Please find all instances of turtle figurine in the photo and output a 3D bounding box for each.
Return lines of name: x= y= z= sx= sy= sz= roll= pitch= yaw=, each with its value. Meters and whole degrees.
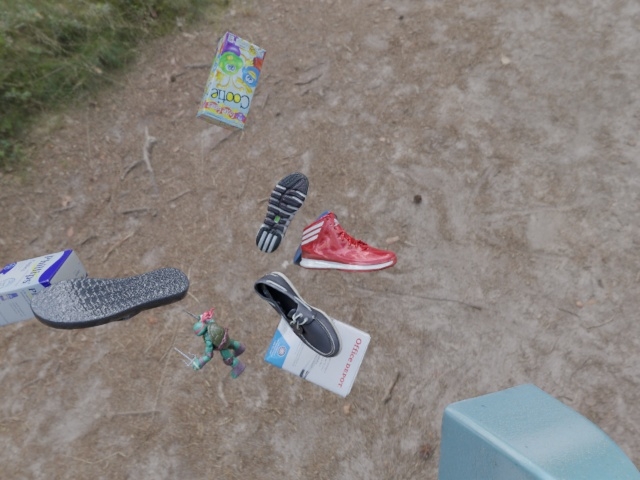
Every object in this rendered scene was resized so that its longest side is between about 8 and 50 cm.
turtle figurine: x=-0.315 y=0.297 z=1.209 sx=0.118 sy=0.234 sz=0.175 roll=-24 pitch=36 yaw=29

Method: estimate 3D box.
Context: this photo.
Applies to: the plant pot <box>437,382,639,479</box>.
plant pot: x=0.381 y=0.432 z=0.708 sx=0.248 sy=0.247 sz=0.252 roll=-1 pitch=8 yaw=-27

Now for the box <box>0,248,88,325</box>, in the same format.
box: x=-0.550 y=0.088 z=0.801 sx=0.137 sy=0.072 sz=0.126 roll=-14 pitch=29 yaw=-4

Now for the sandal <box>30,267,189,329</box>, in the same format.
sandal: x=-0.359 y=0.110 z=0.736 sx=0.255 sy=0.054 sz=0.097 roll=-6 pitch=46 yaw=-39

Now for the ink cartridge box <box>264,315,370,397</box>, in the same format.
ink cartridge box: x=-0.004 y=0.232 z=0.905 sx=0.191 sy=0.082 sz=0.139 roll=22 pitch=83 yaw=8

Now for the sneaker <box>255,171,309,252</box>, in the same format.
sneaker: x=-0.131 y=-0.094 z=1.391 sx=0.106 sy=0.162 sz=0.281 roll=29 pitch=90 yaw=-3

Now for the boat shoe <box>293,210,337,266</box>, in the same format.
boat shoe: x=0.000 y=0.000 z=1.312 sx=0.089 sy=0.258 sz=0.109 roll=25 pitch=53 yaw=-12

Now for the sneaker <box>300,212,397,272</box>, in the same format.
sneaker: x=0.059 y=0.001 z=0.929 sx=0.221 sy=0.087 sz=0.128 roll=-1 pitch=98 yaw=9

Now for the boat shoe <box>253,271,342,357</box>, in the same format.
boat shoe: x=-0.047 y=0.142 z=0.770 sx=0.206 sy=0.065 sz=0.075 roll=45 pitch=112 yaw=18

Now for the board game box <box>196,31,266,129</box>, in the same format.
board game box: x=-0.310 y=-0.534 z=1.426 sx=0.144 sy=0.142 sz=0.275 roll=22 pitch=95 yaw=62
